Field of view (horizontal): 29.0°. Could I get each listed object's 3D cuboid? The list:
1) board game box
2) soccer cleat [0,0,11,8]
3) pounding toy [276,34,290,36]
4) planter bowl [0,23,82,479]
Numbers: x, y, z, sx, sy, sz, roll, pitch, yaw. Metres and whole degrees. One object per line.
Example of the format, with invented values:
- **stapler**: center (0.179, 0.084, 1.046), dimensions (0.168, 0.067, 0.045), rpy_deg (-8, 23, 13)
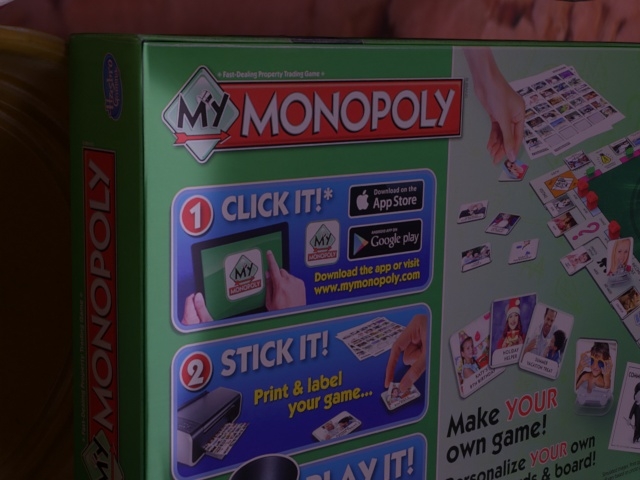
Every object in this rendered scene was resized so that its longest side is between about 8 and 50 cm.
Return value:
- **board game box**: center (0.053, 0.028, 0.484), dimensions (0.317, 0.046, 0.213), rpy_deg (-6, 101, -40)
- **soccer cleat**: center (-0.194, -0.094, 0.319), dimensions (0.248, 0.095, 0.083), rpy_deg (-3, 101, -41)
- **pounding toy**: center (0.000, 0.000, 0.541), dimensions (0.100, 0.130, 0.141), rpy_deg (-29, 125, -39)
- **planter bowl**: center (-0.145, 0.028, 0.414), dimensions (0.217, 0.090, 0.217), rpy_deg (-25, 124, -42)
